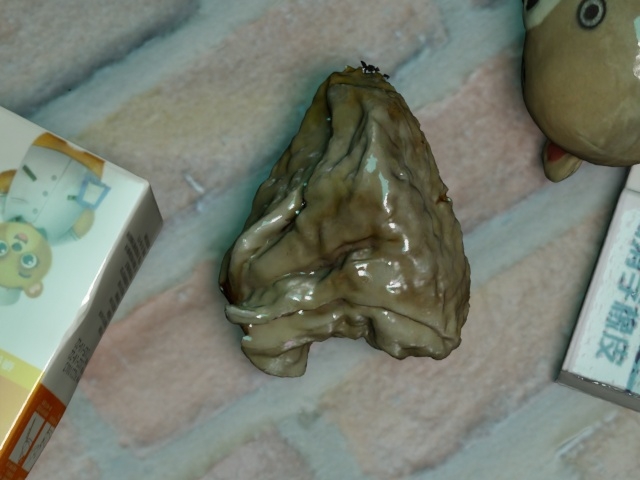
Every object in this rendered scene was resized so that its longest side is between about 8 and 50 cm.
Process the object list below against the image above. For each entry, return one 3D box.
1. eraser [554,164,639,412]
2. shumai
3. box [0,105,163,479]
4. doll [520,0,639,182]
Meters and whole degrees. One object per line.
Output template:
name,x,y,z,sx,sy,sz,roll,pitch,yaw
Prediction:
eraser,0.280,0.033,1.592,0.124,0.068,0.210,19,77,6
shumai,0.002,0.003,1.529,0.185,0.184,0.218,-22,117,-20
box,-0.298,0.068,1.545,0.225,0.143,0.341,27,80,6
doll,0.247,-0.210,1.579,0.174,0.235,0.330,20,64,-23
